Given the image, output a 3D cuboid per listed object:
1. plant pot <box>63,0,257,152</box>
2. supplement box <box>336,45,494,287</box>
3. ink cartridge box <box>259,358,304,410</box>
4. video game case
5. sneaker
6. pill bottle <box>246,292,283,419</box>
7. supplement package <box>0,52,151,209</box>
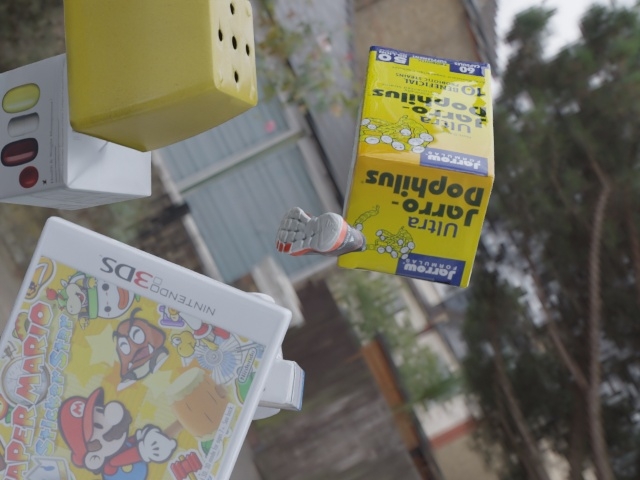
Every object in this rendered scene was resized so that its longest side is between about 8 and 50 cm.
[{"bbox_3d":[-0.195,-0.241,1.751,0.212,0.187,0.212,14,71,-71],"label":"plant pot"},{"bbox_3d":[0.143,-0.118,2.012,0.356,0.194,0.195,-82,-179,-56],"label":"supplement box"},{"bbox_3d":[-0.068,0.165,1.571,0.122,0.088,0.052,68,29,-79],"label":"ink cartridge box"},{"bbox_3d":[-0.157,0.123,1.050,0.206,0.227,0.026,21,1,8],"label":"video game case"},{"bbox_3d":[0.000,0.000,1.648,0.065,0.061,0.158,23,-6,-29],"label":"sneaker"},{"bbox_3d":[-0.117,0.188,2.184,0.112,0.112,0.187,69,12,-66],"label":"pill bottle"},{"bbox_3d":[-0.364,-0.153,1.969,0.203,0.149,0.194,-8,-99,45],"label":"supplement package"}]
